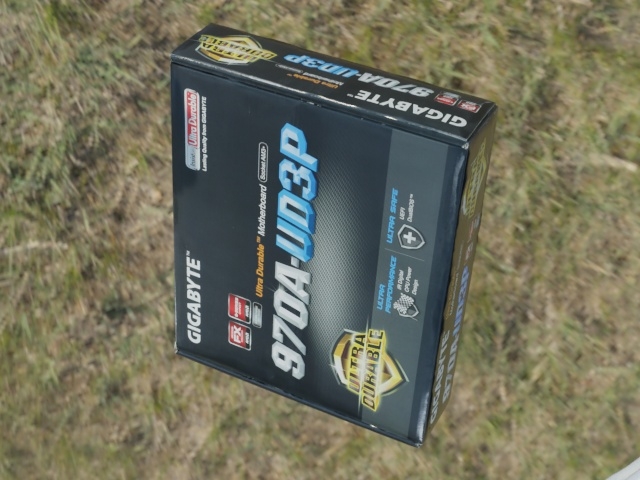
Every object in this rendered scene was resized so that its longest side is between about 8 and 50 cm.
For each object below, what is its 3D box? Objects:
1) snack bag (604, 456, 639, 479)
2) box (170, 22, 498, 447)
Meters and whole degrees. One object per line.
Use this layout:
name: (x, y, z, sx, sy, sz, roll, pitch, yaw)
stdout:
snack bag: (0.402, 0.198, 0.811, 0.342, 0.323, 0.037, -45, 155, 19)
box: (0.000, 0.000, 0.708, 0.175, 0.051, 0.220, 19, 129, 19)
